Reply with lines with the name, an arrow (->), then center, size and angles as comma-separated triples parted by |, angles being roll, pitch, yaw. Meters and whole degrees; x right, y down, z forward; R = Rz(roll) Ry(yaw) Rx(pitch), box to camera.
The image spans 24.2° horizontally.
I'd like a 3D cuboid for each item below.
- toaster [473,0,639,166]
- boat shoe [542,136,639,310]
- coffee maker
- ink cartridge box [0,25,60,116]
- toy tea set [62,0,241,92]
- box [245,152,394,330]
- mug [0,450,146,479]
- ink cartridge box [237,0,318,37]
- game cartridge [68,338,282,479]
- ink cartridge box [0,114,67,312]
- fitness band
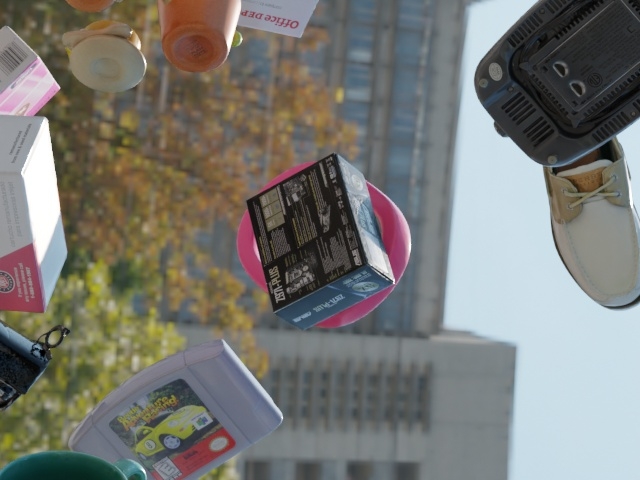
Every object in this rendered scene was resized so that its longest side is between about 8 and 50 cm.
toaster -> 0.243, -0.174, 1.273 | 0.227, 0.129, 0.146 | -41, -174, 27
boat shoe -> 0.320, -0.063, 1.801 | 0.103, 0.113, 0.302 | 48, 25, -69
coffee maker -> -0.534, 0.158, 2.404 | 0.120, 0.178, 0.171 | 9, -119, 51
ink cartridge box -> -0.440, -0.178, 1.998 | 0.176, 0.069, 0.371 | -46, -176, -5
toy tea set -> -0.199, -0.315, 1.628 | 0.336, 0.200, 0.124 | 83, 6, -49
box -> -0.002, 0.002, 1.949 | 0.147, 0.077, 0.180 | -28, -123, 20
mug -> -0.240, 0.278, 1.447 | 0.129, 0.158, 0.097 | -124, -142, -60
ink cartridge box -> -0.064, -0.405, 2.078 | 0.092, 0.160, 0.219 | 55, -52, 43
game cartridge -> -0.231, 0.285, 2.307 | 0.294, 0.196, 0.060 | -33, -158, 8
ink cartridge box -> -0.376, -0.030, 1.421 | 0.100, 0.237, 0.172 | -81, 172, -51
fitness band -> 0.000, 0.000, 2.055 | 0.209, 0.054, 0.291 | -49, -136, -3
